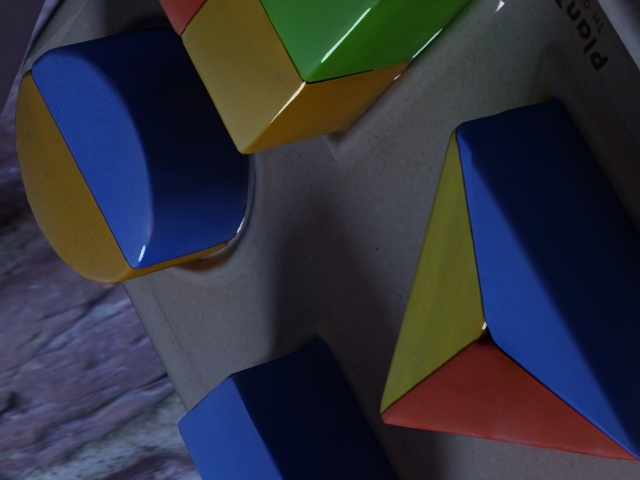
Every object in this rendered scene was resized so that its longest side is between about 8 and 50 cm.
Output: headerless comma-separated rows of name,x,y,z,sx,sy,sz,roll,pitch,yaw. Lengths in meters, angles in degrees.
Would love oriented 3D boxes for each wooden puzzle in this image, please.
wooden puzzle,0.000,0.000,0.595,0.080,0.322,0.348,-19,164,-34

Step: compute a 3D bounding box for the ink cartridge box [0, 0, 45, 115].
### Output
ink cartridge box,-0.265,-0.117,0.264,0.285,0.166,0.395,3,155,32
